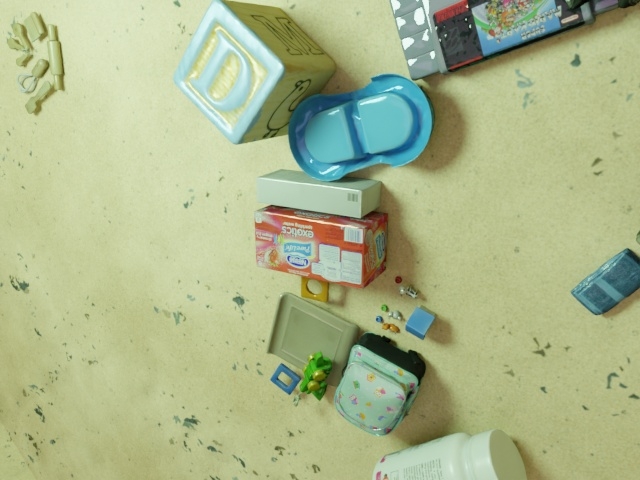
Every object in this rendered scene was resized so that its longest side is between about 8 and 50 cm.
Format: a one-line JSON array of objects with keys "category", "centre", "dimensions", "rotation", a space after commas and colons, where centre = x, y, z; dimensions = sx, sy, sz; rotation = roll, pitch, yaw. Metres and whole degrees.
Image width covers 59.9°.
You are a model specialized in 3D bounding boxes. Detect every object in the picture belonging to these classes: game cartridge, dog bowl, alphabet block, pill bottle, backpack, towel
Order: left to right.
[{"category": "alphabet block", "centre": [-0.124, -0.322, 1.067], "dimensions": [0.193, 0.197, 0.192], "rotation": [48, 124, 8]}, {"category": "dog bowl", "centre": [0.080, -0.214, 1.058], "dimensions": [0.297, 0.074, 0.166], "rotation": [-9, 102, 31]}, {"category": "backpack", "centre": [0.117, 0.317, 1.173], "dimensions": [0.165, 0.144, 0.188], "rotation": [25, 120, 15]}, {"category": "pill bottle", "centre": [0.259, 0.489, 1.134], "dimensions": [0.283, 0.160, 0.160], "rotation": [-33, 88, 34]}, {"category": "game cartridge", "centre": [0.282, -0.416, 0.885], "dimensions": [0.355, 0.068, 0.230], "rotation": [-13, 95, 32]}, {"category": "towel", "centre": [0.493, 0.073, 0.940], "dimensions": [0.067, 0.029, 0.119], "rotation": [45, 122, 9]}]

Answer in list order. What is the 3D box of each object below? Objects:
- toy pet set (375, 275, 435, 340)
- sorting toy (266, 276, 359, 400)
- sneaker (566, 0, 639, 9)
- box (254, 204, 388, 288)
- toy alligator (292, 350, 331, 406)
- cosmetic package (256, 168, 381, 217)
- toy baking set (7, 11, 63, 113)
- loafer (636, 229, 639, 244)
[{"category": "toy pet set", "centre": [0.169, 0.156, 1.133], "dimensions": [0.114, 0.065, 0.122], "rotation": [30, 119, 19]}, {"category": "sorting toy", "centre": [-0.016, 0.220, 1.274], "dimensions": [0.196, 0.047, 0.348], "rotation": [23, 119, 15]}, {"category": "sneaker", "centre": [0.337, -0.399, 0.766], "dimensions": [0.276, 0.097, 0.135], "rotation": [29, 124, 22]}, {"category": "box", "centre": [0.000, 0.000, 1.144], "dimensions": [0.256, 0.122, 0.128], "rotation": [9, 110, 27]}, {"category": "toy alligator", "centre": [-0.013, 0.314, 1.258], "dimensions": [0.056, 0.051, 0.190], "rotation": [-113, 35, -44]}, {"category": "cosmetic package", "centre": [-0.005, -0.098, 1.132], "dimensions": [0.239, 0.099, 0.061], "rotation": [10, 113, 28]}, {"category": "toy baking set", "centre": [-0.757, -0.470, 1.487], "dimensions": [0.196, 0.030, 0.256], "rotation": [8, 110, 31]}, {"category": "loafer", "centre": [0.604, -0.045, 0.801], "dimensions": [0.092, 0.102, 0.268], "rotation": [53, 133, 3]}]
